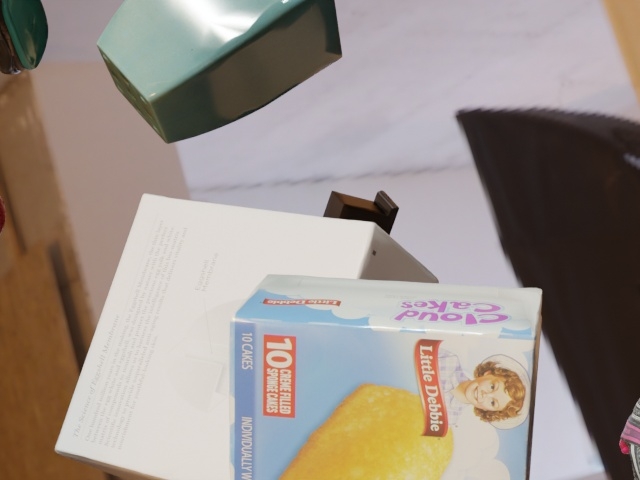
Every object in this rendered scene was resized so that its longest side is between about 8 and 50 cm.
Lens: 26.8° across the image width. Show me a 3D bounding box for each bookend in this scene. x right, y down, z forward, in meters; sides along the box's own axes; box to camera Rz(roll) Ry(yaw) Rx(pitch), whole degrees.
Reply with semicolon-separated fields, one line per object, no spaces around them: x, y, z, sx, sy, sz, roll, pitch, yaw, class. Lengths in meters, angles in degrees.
0.000;0.000;1.780;0.157;0.156;0.072;12;17;-20;bookend

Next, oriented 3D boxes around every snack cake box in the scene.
0.034;0.157;0.715;0.152;0.264;0.089;3;14;10;snack cake box

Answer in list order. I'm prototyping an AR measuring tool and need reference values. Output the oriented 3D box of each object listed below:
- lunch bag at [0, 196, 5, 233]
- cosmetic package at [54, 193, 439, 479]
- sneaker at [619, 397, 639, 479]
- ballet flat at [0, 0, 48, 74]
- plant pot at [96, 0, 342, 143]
-0.476;0.013;1.286;0.293;0.258;0.120;-47;22;17;lunch bag
-0.056;0.098;1.066;0.225;0.224;0.138;9;-17;31;cosmetic package
0.327;0.226;1.090;0.121;0.299;0.112;23;-59;-16;sneaker
-0.289;-0.233;1.121;0.096;0.095;0.280;17;-31;1;ballet flat
-0.122;-0.233;1.519;0.234;0.165;0.165;-38;-22;-11;plant pot
